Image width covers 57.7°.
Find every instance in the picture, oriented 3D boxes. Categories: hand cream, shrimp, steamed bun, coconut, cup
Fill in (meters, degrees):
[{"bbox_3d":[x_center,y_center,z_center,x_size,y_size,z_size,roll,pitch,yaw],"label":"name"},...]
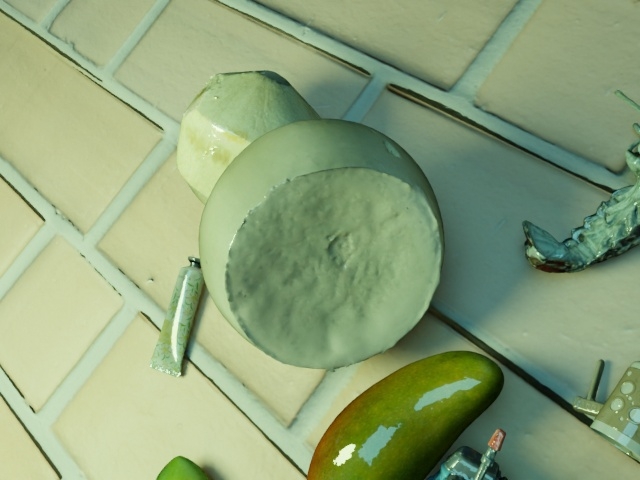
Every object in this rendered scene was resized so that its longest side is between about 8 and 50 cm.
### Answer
[{"bbox_3d":[-0.231,0.122,0.956,0.067,0.042,0.194,11,80,23],"label":"hand cream"},{"bbox_3d":[0.430,-0.104,0.714,0.410,0.166,0.221,-54,17,19],"label":"shrimp"},{"bbox_3d":[0.000,0.000,0.769,0.324,0.324,0.206,-37,25,6],"label":"steamed bun"},{"bbox_3d":[-0.106,-0.159,0.898,0.241,0.241,0.241,-7,69,19],"label":"coconut"},{"bbox_3d":[0.368,0.196,0.685,0.074,0.102,0.099,37,85,-10],"label":"cup"}]

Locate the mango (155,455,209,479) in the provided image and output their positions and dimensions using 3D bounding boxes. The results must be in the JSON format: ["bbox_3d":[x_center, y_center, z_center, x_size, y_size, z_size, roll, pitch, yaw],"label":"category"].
[{"bbox_3d":[-0.200,0.432,0.803,0.137,0.091,0.237,13,76,19],"label":"mango"}]

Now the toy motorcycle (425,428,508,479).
[{"bbox_3d":[0.246,0.325,0.644,0.272,0.124,0.182,27,98,20],"label":"toy motorcycle"}]

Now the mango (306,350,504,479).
[{"bbox_3d":[0.097,0.239,0.728,0.289,0.146,0.129,-39,74,-3],"label":"mango"}]
